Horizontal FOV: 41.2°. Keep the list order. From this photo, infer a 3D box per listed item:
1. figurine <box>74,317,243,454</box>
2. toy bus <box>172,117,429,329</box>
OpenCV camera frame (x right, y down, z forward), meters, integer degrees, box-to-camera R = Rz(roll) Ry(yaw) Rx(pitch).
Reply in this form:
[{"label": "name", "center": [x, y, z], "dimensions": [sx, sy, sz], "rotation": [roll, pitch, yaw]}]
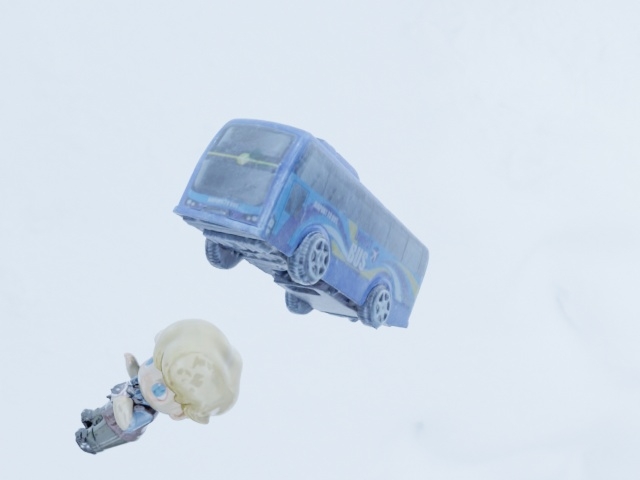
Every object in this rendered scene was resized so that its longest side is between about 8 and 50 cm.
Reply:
[{"label": "figurine", "center": [-0.180, 0.160, 0.929], "dimensions": [0.196, 0.114, 0.108], "rotation": [-26, 110, 10]}, {"label": "toy bus", "center": [-0.002, -0.002, 0.588], "dimensions": [0.079, 0.094, 0.236], "rotation": [8, 164, 30]}]
